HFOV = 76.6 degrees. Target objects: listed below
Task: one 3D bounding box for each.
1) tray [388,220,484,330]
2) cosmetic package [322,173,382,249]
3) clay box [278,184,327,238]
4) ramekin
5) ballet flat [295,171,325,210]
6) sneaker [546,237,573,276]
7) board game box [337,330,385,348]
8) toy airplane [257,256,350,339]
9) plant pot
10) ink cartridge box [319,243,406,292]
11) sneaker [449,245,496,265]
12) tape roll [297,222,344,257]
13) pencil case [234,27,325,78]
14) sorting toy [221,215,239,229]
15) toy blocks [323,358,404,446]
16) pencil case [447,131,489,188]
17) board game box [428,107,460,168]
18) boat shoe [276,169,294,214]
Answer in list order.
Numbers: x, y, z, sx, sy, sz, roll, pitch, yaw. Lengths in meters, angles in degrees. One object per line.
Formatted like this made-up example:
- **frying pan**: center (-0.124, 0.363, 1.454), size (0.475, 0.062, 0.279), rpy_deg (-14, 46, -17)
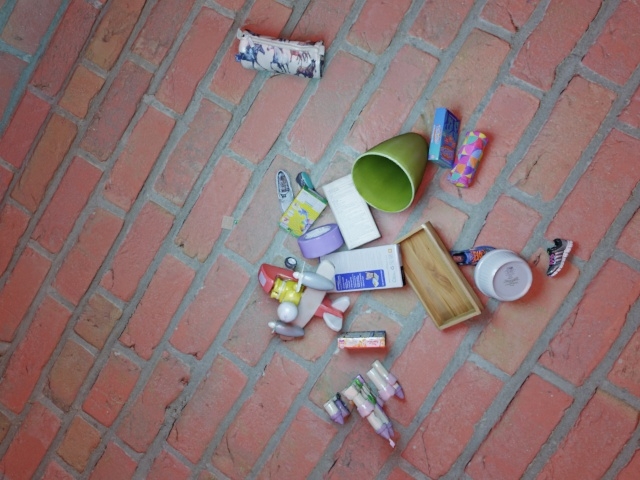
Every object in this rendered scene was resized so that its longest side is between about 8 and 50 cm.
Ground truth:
- **tray**: center (0.470, 0.147, 1.677), size (0.203, 0.076, 0.411), rpy_deg (-36, 83, 36)
- **cosmetic package**: center (0.140, -0.121, 1.757), size (0.153, 0.129, 0.296), rpy_deg (-22, 85, 11)
- **clay box**: center (-0.082, -0.122, 1.790), size (0.127, 0.053, 0.222), rpy_deg (34, 121, -11)
- **ramekin**: center (0.734, 0.145, 1.614), size (0.207, 0.109, 0.207), rpy_deg (-1, 102, -4)
- **ballet flat**: center (-0.050, -0.213, 1.832), size (0.074, 0.074, 0.203), rpy_deg (-31, 89, 9)
- **sneaker**: center (0.942, 0.064, 1.633), size (0.074, 0.063, 0.170), rpy_deg (27, 89, 10)
- **board game box**: center (0.180, 0.421, 1.727), size (0.193, 0.147, 0.045), rpy_deg (-4, 88, 12)
- **toy airplane**: center (-0.074, 0.267, 1.704), size (0.384, 0.272, 0.386), rpy_deg (-6, 110, 30)
- **plant pot**: center (0.317, -0.310, 1.645), size (0.274, 0.275, 0.293), rpy_deg (36, 57, 10)
- **ink cartridge box**: center (0.173, 0.126, 1.748), size (0.370, 0.069, 0.176), rpy_deg (-9, 87, 27)
- **sneaker**: center (0.622, 0.071, 1.680), size (0.221, 0.087, 0.083), rpy_deg (-12, 87, 11)
- **tape roll**: center (0.000, 0.000, 1.742), size (0.189, 0.189, 0.080), rpy_deg (-20, 104, 10)
- **pencil case**: center (-0.168, -0.829, 1.807), size (0.410, 0.183, 0.160), rpy_deg (13, 91, 10)
- **sorting toy**: center (-0.428, -0.082, 1.923), size (0.083, 0.012, 0.062), rpy_deg (11, 86, 14)
- **toy blocks**: center (0.201, 0.690, 1.643), size (0.309, 0.288, 0.260), rpy_deg (-41, 77, 4)
- **pencil case**: center (0.614, -0.337, 1.690), size (0.104, 0.104, 0.236), rpy_deg (24, 91, 10)
- **board game box**: center (0.513, -0.418, 1.677), size (0.047, 0.160, 0.210), rpy_deg (10, 91, 39)
- **boat shoe**: center (-0.163, -0.210, 1.840), size (0.079, 0.081, 0.228), rpy_deg (-11, 88, 10)
